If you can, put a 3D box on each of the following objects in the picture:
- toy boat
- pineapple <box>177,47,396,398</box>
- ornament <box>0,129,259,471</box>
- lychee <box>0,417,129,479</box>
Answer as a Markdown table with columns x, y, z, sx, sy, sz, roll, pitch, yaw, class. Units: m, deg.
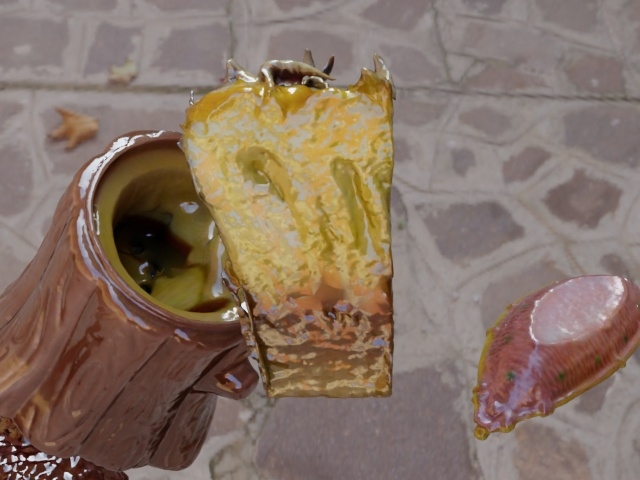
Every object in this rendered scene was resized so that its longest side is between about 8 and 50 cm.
| x | y | z | sx | sy | sz | roll | pitch | yaw | class |
| --- | --- | --- | --- | --- | --- | --- | --- | --- | --- |
| 0.276 | 0.105 | 1.105 | 0.141 | 0.099 | 0.318 | 36 | 48 | 29 | toy boat |
| 0.000 | 0.000 | 0.579 | 0.114 | 0.236 | 0.186 | -5 | 58 | 10 | pineapple |
| -0.132 | 0.050 | 0.760 | 0.235 | 0.217 | 0.221 | -22 | 73 | -39 | ornament |
| -0.361 | 0.318 | 1.187 | 0.264 | 0.300 | 0.264 | 17 | 13 | -4 | lychee |
